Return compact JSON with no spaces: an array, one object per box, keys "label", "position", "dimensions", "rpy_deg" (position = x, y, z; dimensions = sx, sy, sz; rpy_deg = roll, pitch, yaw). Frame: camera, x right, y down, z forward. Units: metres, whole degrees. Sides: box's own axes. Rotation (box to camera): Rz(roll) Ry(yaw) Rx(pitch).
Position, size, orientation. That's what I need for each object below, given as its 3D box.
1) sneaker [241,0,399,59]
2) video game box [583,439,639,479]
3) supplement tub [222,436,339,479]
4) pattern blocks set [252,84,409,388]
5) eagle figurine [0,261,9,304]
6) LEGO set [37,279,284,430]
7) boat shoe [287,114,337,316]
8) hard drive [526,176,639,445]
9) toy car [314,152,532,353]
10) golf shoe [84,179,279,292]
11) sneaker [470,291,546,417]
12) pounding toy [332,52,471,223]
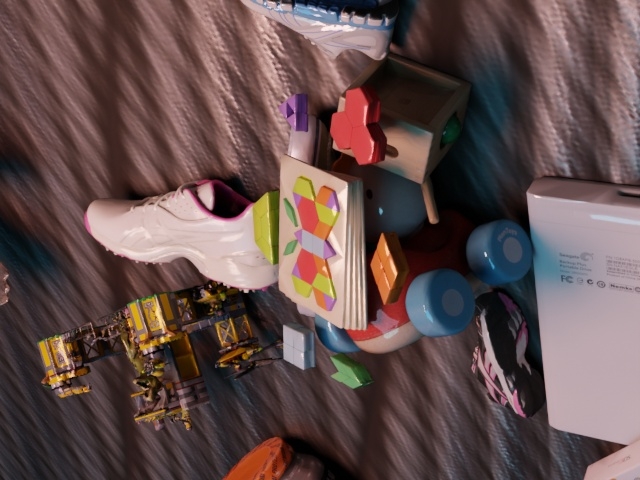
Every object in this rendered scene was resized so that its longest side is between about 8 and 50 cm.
[{"label":"sneaker","position":[-0.006,-0.241,1.240],"dimensions":[0.191,0.071,0.082],"rpy_deg":[20,140,21]},{"label":"video game box","position":[0.444,0.307,1.354],"dimensions":[0.187,0.048,0.205],"rpy_deg":[31,149,-1]},{"label":"supplement tub","position":[-0.012,0.469,1.747],"dimensions":[0.316,0.193,0.194],"rpy_deg":[48,137,-10]},{"label":"pattern blocks set","position":[0.000,0.000,1.236],"dimensions":[0.285,0.026,0.324],"rpy_deg":[3,102,58]},{"label":"eagle figurine","position":[-0.588,-0.043,1.702],"dimensions":[0.226,0.298,0.225],"rpy_deg":[31,104,-39]},{"label":"LEGO set","position":[-0.230,0.189,1.616],"dimensions":[0.331,0.255,0.192],"rpy_deg":[-22,84,32]},{"label":"boat shoe","position":[0.011,-0.028,1.399],"dimensions":[0.094,0.109,0.302],"rpy_deg":[0,132,5]},{"label":"hard drive","position":[0.364,0.097,1.280],"dimensions":[0.233,0.047,0.353],"rpy_deg":[9,129,29]},{"label":"toy car","position":[0.073,-0.014,1.286],"dimensions":[0.219,0.210,0.238],"rpy_deg":[-19,104,55]},{"label":"golf shoe","position":[-0.181,-0.032,1.521],"dimensions":[0.306,0.115,0.140],"rpy_deg":[13,121,18]},{"label":"sneaker","position":[0.216,0.146,1.411],"dimensions":[0.077,0.072,0.178],"rpy_deg":[5,123,45]},{"label":"pounding toy","position":[0.097,-0.114,1.226],"dimensions":[0.141,0.130,0.100],"rpy_deg":[24,135,16]}]
